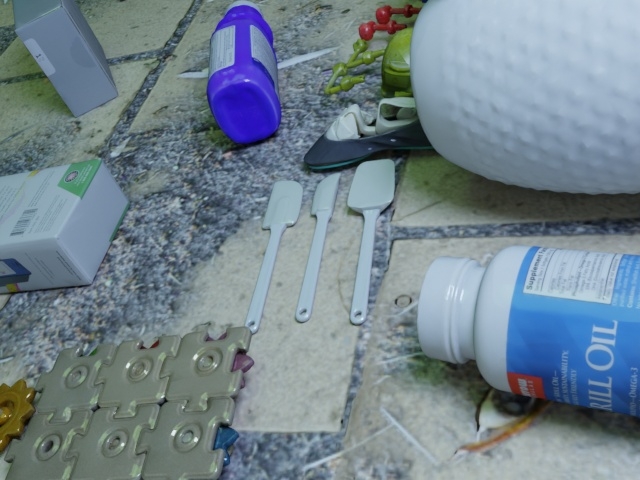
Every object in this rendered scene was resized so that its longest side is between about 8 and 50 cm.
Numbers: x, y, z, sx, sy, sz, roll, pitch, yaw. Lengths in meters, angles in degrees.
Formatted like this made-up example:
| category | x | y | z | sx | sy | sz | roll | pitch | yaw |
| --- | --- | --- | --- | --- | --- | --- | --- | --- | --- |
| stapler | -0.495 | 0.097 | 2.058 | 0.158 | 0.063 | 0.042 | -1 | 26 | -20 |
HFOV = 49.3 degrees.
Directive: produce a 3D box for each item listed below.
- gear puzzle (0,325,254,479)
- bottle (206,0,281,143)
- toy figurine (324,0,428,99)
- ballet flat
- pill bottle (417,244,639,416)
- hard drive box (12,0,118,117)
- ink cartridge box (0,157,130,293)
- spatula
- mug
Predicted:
| category | x | y | z | sx | sy | sz | roll | pitch | yaw |
| --- | --- | --- | --- | --- | --- | --- | --- | --- | --- |
| gear puzzle | -0.226 | 0.184 | 0.706 | 0.339 | 0.044 | 0.175 | -9 | 46 | 20 |
| bottle | -0.114 | -0.267 | 1.040 | 0.092 | 0.118 | 0.282 | -17 | 44 | 9 |
| toy figurine | 0.124 | -0.377 | 0.950 | 0.191 | 0.217 | 0.362 | 12 | 49 | 32 |
| ballet flat | 0.069 | -0.141 | 0.866 | 0.203 | 0.074 | 0.074 | -7 | 45 | 19 |
| pill bottle | 0.198 | 0.069 | 0.561 | 0.222 | 0.124 | 0.124 | 5 | 50 | 30 |
| hard drive box | -0.459 | -0.359 | 1.245 | 0.089 | 0.181 | 0.232 | -28 | 42 | -4 |
| ink cartridge box | -0.388 | -0.016 | 0.937 | 0.213 | 0.093 | 0.154 | -6 | 45 | 17 |
| spatula | 0.000 | 0.000 | 0.797 | 0.168 | 0.019 | 0.242 | -6 | 45 | 18 |
| mug | 0.246 | -0.211 | 0.637 | 0.328 | 0.374 | 0.276 | -4 | 47 | 33 |
